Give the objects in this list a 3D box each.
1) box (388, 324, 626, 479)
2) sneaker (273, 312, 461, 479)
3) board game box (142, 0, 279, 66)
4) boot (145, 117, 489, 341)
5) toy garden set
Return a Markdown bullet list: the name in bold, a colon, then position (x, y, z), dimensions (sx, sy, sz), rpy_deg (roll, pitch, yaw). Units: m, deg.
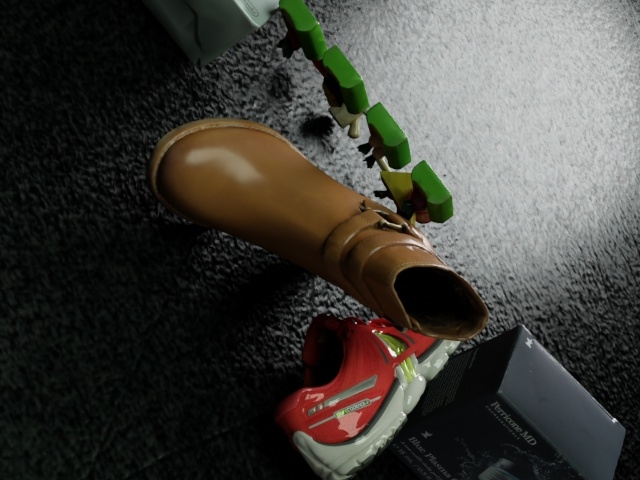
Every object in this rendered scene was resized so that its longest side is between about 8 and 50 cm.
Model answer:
- **box**: position (0.171, 0.183, 1.572), dimensions (0.156, 0.158, 0.093), rpy_deg (44, 44, -17)
- **sneaker**: position (0.047, 0.101, 1.541), dimensions (0.118, 0.107, 0.279), rpy_deg (44, 40, -5)
- **board game box**: position (-0.091, -0.340, 1.655), dimensions (0.224, 0.097, 0.303), rpy_deg (51, 41, -11)
- **boot**: position (0.000, 0.000, 1.463), dimensions (0.283, 0.109, 0.220), rpy_deg (28, 8, -38)
- **toy garden set**: position (0.036, -0.107, 1.620), dimensions (0.244, 0.049, 0.204), rpy_deg (53, -1, 10)
